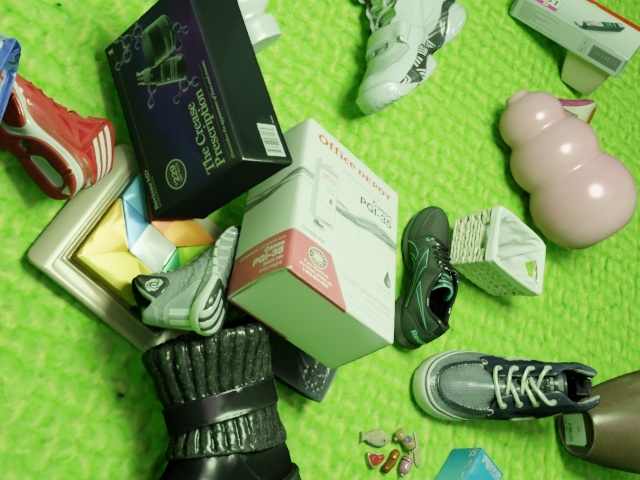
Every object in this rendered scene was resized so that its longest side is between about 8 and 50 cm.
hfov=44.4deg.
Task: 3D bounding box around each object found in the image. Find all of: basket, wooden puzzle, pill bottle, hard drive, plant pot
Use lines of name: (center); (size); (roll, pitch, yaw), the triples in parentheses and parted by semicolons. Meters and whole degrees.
basket: (0.322, 0.026, 1.426); (0.167, 0.103, 0.113); (32, 59, -37)
wooden puzzle: (-0.238, 0.014, 1.066); (0.238, 0.044, 0.221); (42, 56, -19)
pill bottle: (-0.153, -0.391, 1.199); (0.121, 0.121, 0.221); (-33, 97, -38)
hard drive: (-0.023, 0.099, 1.194); (0.172, 0.054, 0.255); (37, 58, -23)
plant pot: (0.605, -0.393, 1.767); (0.109, 0.096, 0.109); (38, 51, 13)
plant pot: (0.576, 0.351, 1.492); (0.230, 0.215, 0.216); (1, 76, -21)

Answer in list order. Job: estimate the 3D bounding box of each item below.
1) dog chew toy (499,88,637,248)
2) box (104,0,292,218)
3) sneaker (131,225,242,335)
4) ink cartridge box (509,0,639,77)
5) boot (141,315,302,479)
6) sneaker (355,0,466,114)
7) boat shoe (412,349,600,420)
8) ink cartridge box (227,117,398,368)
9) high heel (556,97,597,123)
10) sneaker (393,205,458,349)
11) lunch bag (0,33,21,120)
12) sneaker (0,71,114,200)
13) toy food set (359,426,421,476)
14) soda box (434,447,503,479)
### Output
dog chew toy: (0.475, -0.151, 1.556); (0.206, 0.206, 0.332); (-31, 88, -38)
box: (-0.169, -0.183, 1.055); (0.103, 0.184, 0.261); (-4, 70, -50)
sneaker: (-0.177, 0.044, 1.033); (0.229, 0.132, 0.086); (-74, 161, -65)
ink cartridge box: (0.591, -0.503, 1.746); (0.275, 0.060, 0.239); (35, 53, 11)
boot: (-0.175, 0.257, 0.966); (0.348, 0.131, 0.260); (-24, 104, -48)
sneaker: (0.117, -0.384, 1.394); (0.210, 0.137, 0.366); (48, 49, -15)
boat shoe: (0.330, 0.244, 1.348); (0.340, 0.158, 0.127); (6, 73, -36)
ink cartridge box: (0.000, 0.000, 1.089); (0.207, 0.117, 0.283); (38, 40, -31)
high heel: (0.524, -0.283, 1.722); (0.117, 0.082, 0.244); (30, 33, 25)
sneaker: (0.197, 0.057, 1.340); (0.101, 0.106, 0.268); (26, 61, -27)
lunch bag: (-0.478, -0.154, 0.866); (0.220, 0.138, 0.293); (12, 56, -8)
sneaker: (-0.359, -0.158, 1.024); (0.221, 0.087, 0.128); (56, 30, -3)
toy food set: (0.117, 0.338, 1.251); (0.122, 0.019, 0.078); (4, 74, -36)
soda box: (0.209, 0.434, 1.258); (0.067, 0.071, 0.210); (52, 53, -14)
